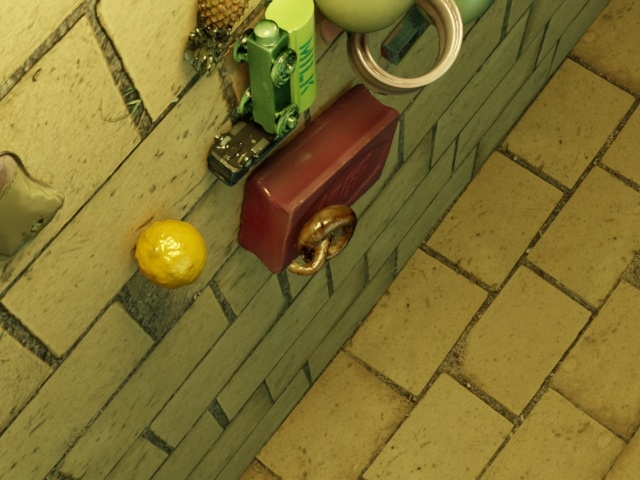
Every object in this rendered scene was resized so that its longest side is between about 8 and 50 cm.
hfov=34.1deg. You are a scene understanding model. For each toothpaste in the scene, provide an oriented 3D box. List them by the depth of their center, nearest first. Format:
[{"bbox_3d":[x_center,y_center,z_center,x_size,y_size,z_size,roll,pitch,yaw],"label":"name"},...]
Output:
[{"bbox_3d":[0.202,-0.454,2.198,0.193,0.044,0.070,-51,165,-12],"label":"toothpaste"}]

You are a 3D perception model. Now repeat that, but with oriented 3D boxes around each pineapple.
[{"bbox_3d":[-0.144,-0.295,1.420,0.074,0.074,0.159,-41,167,-43],"label":"pineapple"}]

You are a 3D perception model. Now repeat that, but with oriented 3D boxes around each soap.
[{"bbox_3d":[-0.005,-0.128,2.116,0.359,0.128,0.233,-44,163,-32],"label":"soap"}]

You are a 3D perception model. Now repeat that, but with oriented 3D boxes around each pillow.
[{"bbox_3d":[-0.387,-0.036,1.276,0.131,0.038,0.233,-50,167,-7],"label":"pillow"}]

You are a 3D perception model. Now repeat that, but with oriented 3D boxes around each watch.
[{"bbox_3d":[0.143,-0.378,1.798,0.248,0.217,0.211,-48,-174,-5],"label":"watch"}]

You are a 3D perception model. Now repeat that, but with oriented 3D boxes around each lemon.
[{"bbox_3d":[-0.243,0.023,1.718,0.114,0.114,0.155,-55,163,3],"label":"lemon"}]

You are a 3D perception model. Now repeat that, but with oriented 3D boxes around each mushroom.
[{"bbox_3d":[-0.002,-0.001,2.020,0.170,0.080,0.135,-47,151,-18],"label":"mushroom"}]

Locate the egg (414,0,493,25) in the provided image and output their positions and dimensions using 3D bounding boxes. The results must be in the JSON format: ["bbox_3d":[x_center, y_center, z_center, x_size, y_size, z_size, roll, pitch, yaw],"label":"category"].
[{"bbox_3d":[0.272,-0.522,2.020,0.231,0.168,0.168,-60,165,7],"label":"egg"}]

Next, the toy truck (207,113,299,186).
[{"bbox_3d":[-0.112,-0.179,1.783,0.202,0.074,0.088,-47,173,-30],"label":"toy truck"}]

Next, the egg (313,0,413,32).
[{"bbox_3d":[0.063,-0.410,1.590,0.183,0.183,0.217,-47,171,-26],"label":"egg"}]

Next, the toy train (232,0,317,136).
[{"bbox_3d":[-0.058,-0.280,1.648,0.157,0.105,0.253,-53,161,-24],"label":"toy train"}]
